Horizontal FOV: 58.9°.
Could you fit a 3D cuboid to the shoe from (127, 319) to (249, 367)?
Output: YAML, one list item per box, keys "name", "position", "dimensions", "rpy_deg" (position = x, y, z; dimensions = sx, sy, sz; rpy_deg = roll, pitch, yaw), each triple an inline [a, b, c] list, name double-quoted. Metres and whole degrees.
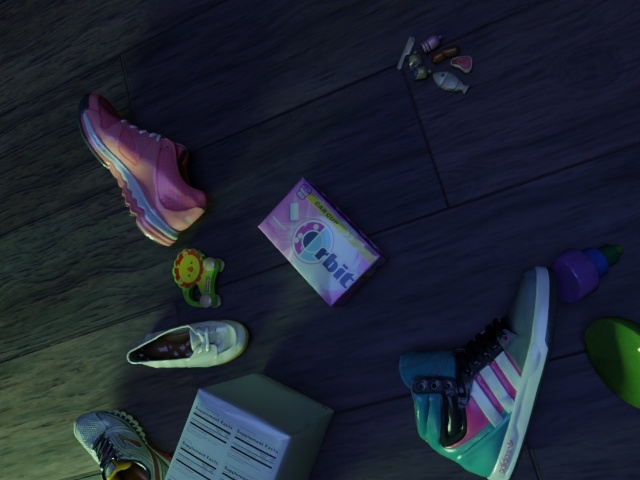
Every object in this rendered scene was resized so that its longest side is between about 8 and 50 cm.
- name: "shoe"
  position: [-0.224, 0.179, 0.951]
  dimensions: [0.219, 0.058, 0.076]
  rpy_deg: [-13, 80, 18]

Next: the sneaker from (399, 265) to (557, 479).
- name: "sneaker"
  position: [0.200, 0.162, 0.767]
  dimensions: [0.178, 0.124, 0.295]
  rpy_deg: [14, 96, 13]

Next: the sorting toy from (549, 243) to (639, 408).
- name: "sorting toy"
  position: [0.441, 0.152, 0.713]
  dimensions: [0.126, 0.127, 0.365]
  rpy_deg: [-25, 71, -15]

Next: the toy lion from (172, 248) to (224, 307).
- name: "toy lion"
  position: [-0.215, 0.064, 0.978]
  dimensions: [0.096, 0.034, 0.100]
  rpy_deg: [1, 85, 27]

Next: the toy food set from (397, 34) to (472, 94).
- name: "toy food set"
  position: [0.182, -0.279, 0.879]
  dimensions: [0.122, 0.019, 0.078]
  rpy_deg: [23, 92, 20]

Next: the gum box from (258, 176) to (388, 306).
- name: "gum box"
  position: [0.000, 0.000, 0.889]
  dimensions: [0.107, 0.062, 0.188]
  rpy_deg: [-47, 72, 9]

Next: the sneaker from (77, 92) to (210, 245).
- name: "sneaker"
  position: [-0.304, -0.147, 1.005]
  dimensions: [0.136, 0.116, 0.314]
  rpy_deg: [-35, 81, 2]

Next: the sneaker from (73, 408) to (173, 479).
- name: "sneaker"
  position: [-0.332, 0.360, 0.951]
  dimensions: [0.225, 0.093, 0.088]
  rpy_deg: [26, 93, 21]

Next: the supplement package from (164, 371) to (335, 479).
- name: "supplement package"
  position: [-0.106, 0.323, 0.820]
  dimensions: [0.149, 0.194, 0.203]
  rpy_deg: [21, 91, 20]
